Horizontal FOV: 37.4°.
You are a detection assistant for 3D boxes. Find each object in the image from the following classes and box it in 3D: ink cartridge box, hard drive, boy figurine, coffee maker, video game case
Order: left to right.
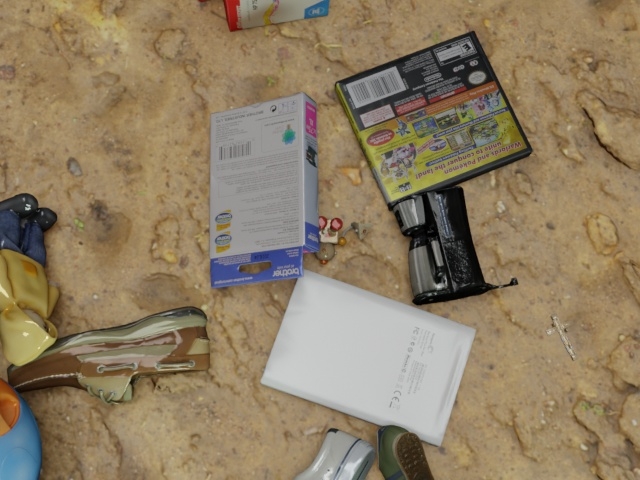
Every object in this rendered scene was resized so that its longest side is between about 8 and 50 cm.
[{"bbox_3d":[-0.468,0.059,1.475,0.092,0.177,0.285,-26,49,12],"label":"boy figurine"},{"bbox_3d":[-0.103,-0.438,1.656,0.231,0.134,0.078,-11,77,-4],"label":"ink cartridge box"},{"bbox_3d":[-0.095,-0.077,1.569,0.185,0.065,0.311,-8,72,26],"label":"ink cartridge box"},{"bbox_3d":[0.080,0.191,1.556,0.307,0.040,0.203,19,76,3],"label":"hard drive"},{"bbox_3d":[0.197,-0.213,1.663,0.274,0.035,0.248,-22,78,-8],"label":"video game case"},{"bbox_3d":[0.216,0.007,1.580,0.171,0.120,0.178,-4,76,-27],"label":"coffee maker"}]

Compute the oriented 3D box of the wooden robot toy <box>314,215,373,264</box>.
[{"bbox_3d":[0.000,0.000,1.589,0.173,0.076,0.079,5,87,0],"label":"wooden robot toy"}]

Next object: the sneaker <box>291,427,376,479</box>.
[{"bbox_3d":[-0.012,0.417,1.485,0.091,0.094,0.258,26,75,28],"label":"sneaker"}]

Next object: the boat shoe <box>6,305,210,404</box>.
[{"bbox_3d":[-0.329,0.200,1.502,0.324,0.122,0.120,-15,80,-5],"label":"boat shoe"}]

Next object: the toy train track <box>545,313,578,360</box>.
[{"bbox_3d":[0.411,0.162,1.588,0.048,0.014,0.083,-23,79,-7],"label":"toy train track"}]

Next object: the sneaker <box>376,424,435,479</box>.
[{"bbox_3d":[0.135,0.377,1.502,0.064,0.086,0.192,-21,108,-23],"label":"sneaker"}]

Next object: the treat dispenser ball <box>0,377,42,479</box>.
[{"bbox_3d":[-0.555,0.320,1.377,0.288,0.288,0.288,0,76,-2],"label":"treat dispenser ball"}]
